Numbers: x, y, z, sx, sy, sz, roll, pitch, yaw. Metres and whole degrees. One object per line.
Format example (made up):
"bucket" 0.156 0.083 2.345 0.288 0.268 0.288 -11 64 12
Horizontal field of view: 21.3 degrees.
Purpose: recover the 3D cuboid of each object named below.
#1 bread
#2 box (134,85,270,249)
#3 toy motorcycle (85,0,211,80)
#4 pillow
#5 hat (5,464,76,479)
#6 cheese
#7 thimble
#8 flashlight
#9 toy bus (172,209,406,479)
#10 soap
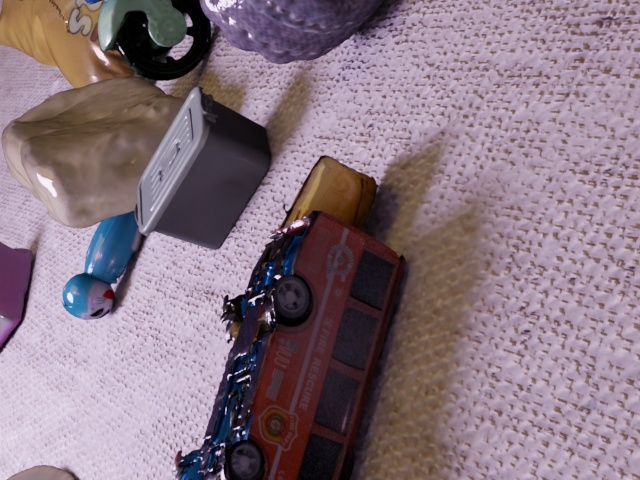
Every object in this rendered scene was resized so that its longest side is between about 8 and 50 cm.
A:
"bread" 0.000 0.000 1.116 0.106 0.053 0.072 -65 -20 1
"box" -0.095 -0.054 1.386 0.122 0.069 0.084 -56 25 27
"toy motorcycle" -0.155 -0.327 1.624 0.125 0.196 0.331 2 73 66
"pillow" -0.232 -0.306 1.848 0.312 0.119 0.310 35 100 47
"hat" -0.287 0.323 1.476 0.244 0.149 0.214 -32 11 -9
"cheese" -0.207 -0.083 1.580 0.263 0.159 0.093 -144 35 -66
"thimble" -0.019 -0.211 1.257 0.098 0.150 0.150 -38 35 53
"flashlight" -0.202 0.014 1.597 0.129 0.051 0.051 -68 21 -6
"toy bus" -0.020 0.099 1.014 0.073 0.096 0.235 -25 45 59
"soap" -0.409 0.099 1.982 0.203 0.065 0.122 -48 28 40
